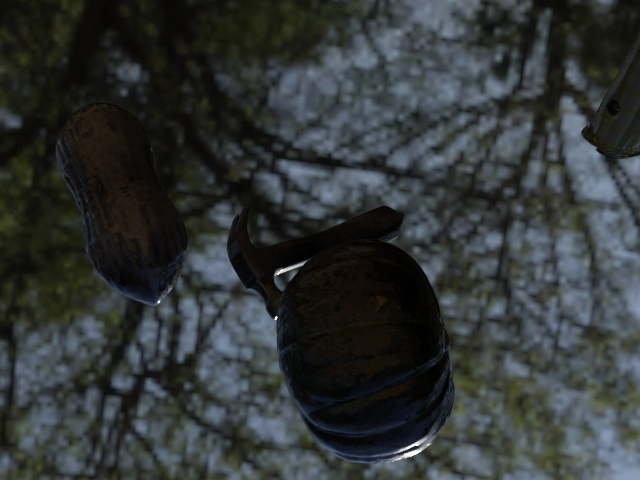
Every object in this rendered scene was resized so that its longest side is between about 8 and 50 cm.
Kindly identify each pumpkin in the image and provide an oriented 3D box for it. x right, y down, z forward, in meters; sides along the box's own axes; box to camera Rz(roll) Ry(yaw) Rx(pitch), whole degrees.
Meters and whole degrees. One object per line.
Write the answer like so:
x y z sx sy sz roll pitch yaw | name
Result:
0.047 0.108 1.639 0.162 0.220 0.220 -10 -166 11 | pumpkin

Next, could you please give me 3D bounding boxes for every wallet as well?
0.428 -0.246 1.910 0.077 0.309 0.223 41 -145 26 | wallet

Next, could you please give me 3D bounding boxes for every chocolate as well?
-0.141 -0.028 1.198 0.072 0.072 0.167 -2 -127 -29 | chocolate

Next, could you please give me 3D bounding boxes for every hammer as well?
0.000 0.000 2.009 0.290 0.037 0.137 -20 -110 -49 | hammer
